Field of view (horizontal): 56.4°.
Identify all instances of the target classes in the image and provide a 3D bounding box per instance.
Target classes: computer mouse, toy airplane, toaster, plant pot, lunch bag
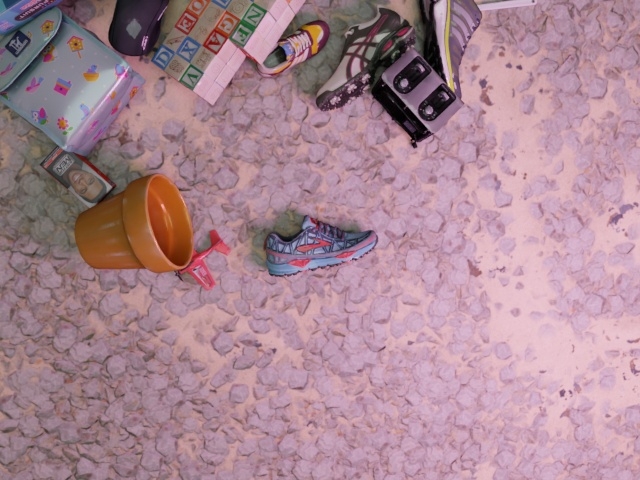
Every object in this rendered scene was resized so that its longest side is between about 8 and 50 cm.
[{"bbox_3d":[-0.387,-0.505,1.195,0.184,0.060,0.262,21,70,-8],"label":"computer mouse"},{"bbox_3d":[-0.270,0.033,1.352,0.151,0.028,0.151,0,88,3],"label":"toy airplane"},{"bbox_3d":[0.205,-0.305,1.295,0.110,0.186,0.168,-43,93,-2],"label":"toaster"},{"bbox_3d":[-0.398,-0.020,1.257,0.188,0.205,0.205,-13,100,11],"label":"plant pot"},{"bbox_3d":[-0.531,-0.336,1.202,0.262,0.160,0.223,39,90,-4],"label":"lunch bag"}]

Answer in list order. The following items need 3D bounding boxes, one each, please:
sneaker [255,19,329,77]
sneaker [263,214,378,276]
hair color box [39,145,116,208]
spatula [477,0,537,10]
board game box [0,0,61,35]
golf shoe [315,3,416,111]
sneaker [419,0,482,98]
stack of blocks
[{"bbox_3d":[-0.055,-0.413,1.284,0.185,0.084,0.069,-36,101,0],"label":"sneaker"},{"bbox_3d":[0.000,0.000,1.344,0.262,0.104,0.125,-13,98,-5],"label":"sneaker"},{"bbox_3d":[-0.522,-0.140,1.289,0.141,0.043,0.072,42,92,-11],"label":"hair color box"},{"bbox_3d":[0.369,-0.590,1.344,0.242,0.019,0.168,-10,99,-5],"label":"spatula"},{"bbox_3d":[-0.581,-0.594,1.093,0.254,0.079,0.336,-23,95,15],"label":"board game box"},{"bbox_3d":[0.081,-0.395,1.310,0.273,0.105,0.120,-41,83,-4],"label":"golf shoe"},{"bbox_3d":[0.295,-0.451,1.307,0.121,0.111,0.299,-9,106,-8],"label":"sneaker"},{"bbox_3d":[-0.188,-0.435,1.228,0.171,0.087,0.297,37,94,19],"label":"stack of blocks"}]
